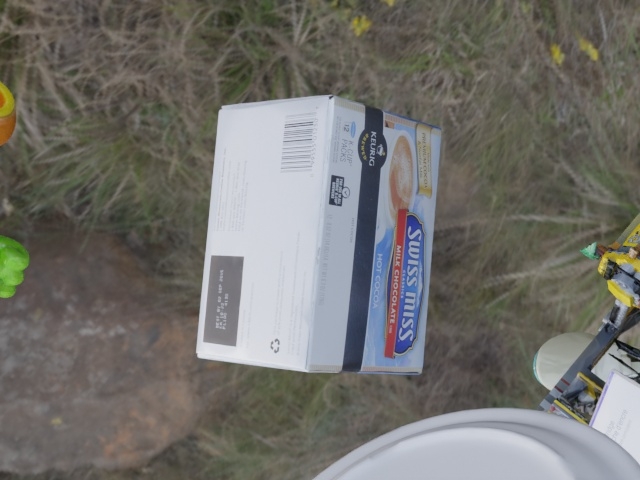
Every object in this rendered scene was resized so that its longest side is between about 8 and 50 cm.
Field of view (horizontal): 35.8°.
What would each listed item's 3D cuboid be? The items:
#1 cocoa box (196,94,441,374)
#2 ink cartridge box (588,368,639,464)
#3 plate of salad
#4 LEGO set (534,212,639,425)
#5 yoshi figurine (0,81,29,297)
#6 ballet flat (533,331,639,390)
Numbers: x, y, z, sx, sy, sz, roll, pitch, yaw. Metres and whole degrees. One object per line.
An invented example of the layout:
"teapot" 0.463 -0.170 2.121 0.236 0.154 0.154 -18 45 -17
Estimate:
"cocoa box" 0.000 0.000 1.345 0.231 0.227 0.347 1 85 46
"ink cartridge box" 0.257 0.226 0.689 0.208 0.045 0.206 35 114 44
"plate of salad" 0.053 0.148 0.436 0.199 0.200 0.048 -12 117 26
"LEGO set" 0.312 0.151 0.803 0.331 0.192 0.255 40 163 14
"yoshi figurine" -0.374 0.024 0.831 0.203 0.203 0.362 32 124 1
"ballet flat" 0.374 0.159 1.249 0.086 0.248 0.086 -13 73 50
